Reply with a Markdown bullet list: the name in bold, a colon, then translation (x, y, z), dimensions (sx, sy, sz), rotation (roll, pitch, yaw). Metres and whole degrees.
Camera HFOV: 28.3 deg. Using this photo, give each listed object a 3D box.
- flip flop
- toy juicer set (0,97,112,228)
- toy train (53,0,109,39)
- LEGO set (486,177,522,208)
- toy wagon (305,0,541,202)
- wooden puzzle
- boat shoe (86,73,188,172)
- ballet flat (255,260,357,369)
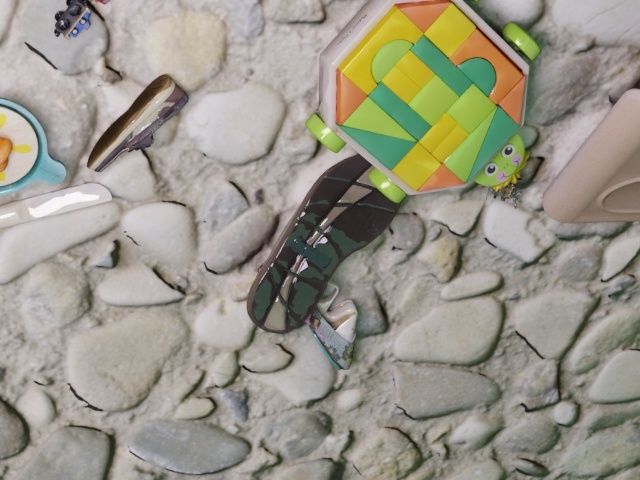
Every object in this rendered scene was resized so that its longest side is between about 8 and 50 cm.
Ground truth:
- **flip flop**: translation (0.000, 0.000, 1.665), dimensions (0.112, 0.080, 0.277), rotation (35, 93, -13)
- **toy juicer set**: translation (-0.419, -0.093, 1.492), dimensions (0.209, 0.089, 0.329), rotation (-31, 127, 8)
- **toy train**: translation (-0.248, -0.288, 1.438), dimensions (0.158, 0.027, 0.036), rotation (-46, 134, 18)
- **LEGO set**: translation (0.245, -0.080, 1.719), dimensions (0.054, 0.023, 0.083), rotation (-15, 114, -6)
- **toy wagon**: translation (0.156, -0.166, 1.576), dimensions (0.267, 0.068, 0.344), rotation (-47, 123, 9)
- **wooden puzzle**: translation (0.501, -0.117, 1.656), dimensions (0.347, 0.080, 0.322), rotation (3, 155, -12)
- **boat shoe**: translation (-0.221, -0.132, 1.536), dimensions (0.152, 0.056, 0.049), rotation (-43, 119, 16)
- **ballet flat**: translation (0.001, 0.094, 1.747), dimensions (0.079, 0.077, 0.221), rotation (-36, 121, 7)
